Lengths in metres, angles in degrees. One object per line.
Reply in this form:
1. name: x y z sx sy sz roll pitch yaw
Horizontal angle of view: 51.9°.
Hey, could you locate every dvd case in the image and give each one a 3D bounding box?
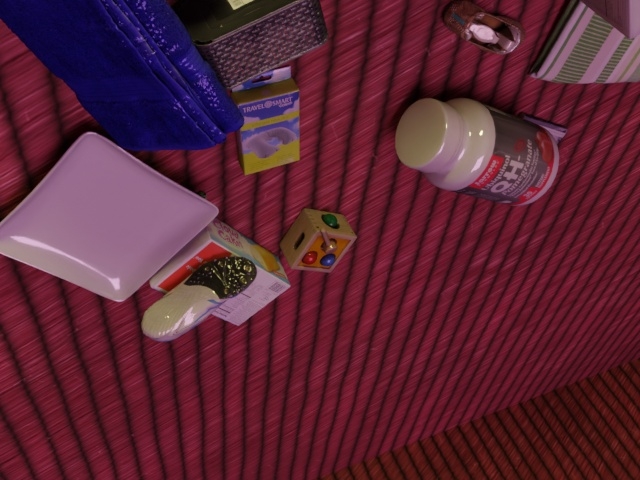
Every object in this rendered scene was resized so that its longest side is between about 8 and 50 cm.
1. dvd case: 0.441 -0.183 1.494 0.164 0.018 0.221 6 131 -37

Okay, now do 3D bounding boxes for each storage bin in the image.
1. storage bin: -0.094 -0.304 0.914 0.180 0.122 0.084 -26 144 -4

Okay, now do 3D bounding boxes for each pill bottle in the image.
1. pill bottle: 0.301 -0.175 1.277 0.318 0.176 0.176 8 130 -37

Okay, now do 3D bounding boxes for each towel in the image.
1. towel: 0.586 -0.418 1.298 0.324 0.038 0.248 -9 140 -28
2. towel: -0.263 -0.226 0.848 0.227 0.076 0.308 -1 148 24

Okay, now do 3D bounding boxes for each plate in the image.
1. plate: -0.360 -0.035 1.106 0.278 0.045 0.277 -40 135 17

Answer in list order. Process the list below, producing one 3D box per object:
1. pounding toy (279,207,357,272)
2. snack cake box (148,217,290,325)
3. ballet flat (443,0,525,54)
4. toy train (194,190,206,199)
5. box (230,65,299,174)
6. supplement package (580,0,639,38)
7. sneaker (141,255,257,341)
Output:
1. pounding toy: 0.000 0.000 1.354 0.130 0.100 0.141 8 131 -39
2. snack cake box: -0.200 0.061 1.307 0.152 0.089 0.264 -37 143 13
3. ballet flat: 0.299 -0.359 1.151 0.206 0.067 0.073 3 133 -36
4. toy train: -0.243 -0.067 1.180 0.083 0.024 0.017 -17 142 -15
5. box: -0.090 -0.199 1.110 0.109 0.042 0.178 -18 143 -15
6. supplement package: 0.440 -0.476 0.939 0.199 0.263 0.198 -33 143 5
7. sneaker: -0.221 0.105 1.216 0.237 0.085 0.086 -32 170 1
